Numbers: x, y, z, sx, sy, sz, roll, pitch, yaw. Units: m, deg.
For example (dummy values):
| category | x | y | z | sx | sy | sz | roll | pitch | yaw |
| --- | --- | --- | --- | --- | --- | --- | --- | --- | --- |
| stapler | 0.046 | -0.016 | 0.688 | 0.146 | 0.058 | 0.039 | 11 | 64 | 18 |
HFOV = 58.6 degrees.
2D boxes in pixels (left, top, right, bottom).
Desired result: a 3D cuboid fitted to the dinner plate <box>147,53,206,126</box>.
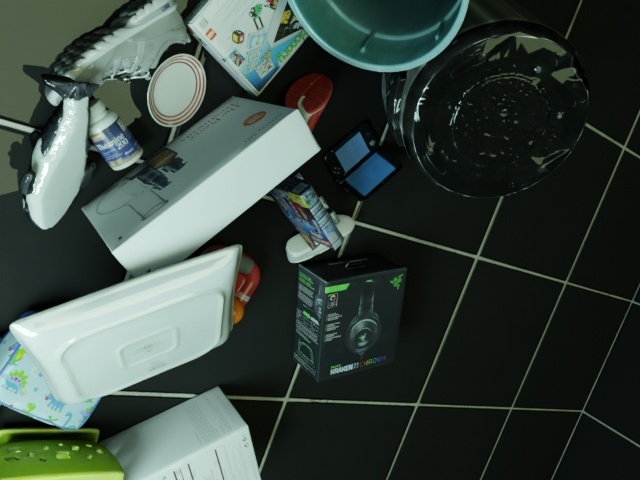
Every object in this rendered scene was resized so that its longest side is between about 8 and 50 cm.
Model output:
| category | x | y | z | sx | sy | sz | roll | pitch | yaw |
| --- | --- | --- | --- | --- | --- | --- | --- | --- | --- |
| dinner plate | -0.272 | -0.282 | 1.072 | 0.141 | 0.017 | 0.141 | -42 | 151 | -31 |

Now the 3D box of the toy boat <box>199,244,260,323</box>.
| category | x | y | z | sx | sy | sz | roll | pitch | yaw |
| --- | --- | --- | --- | --- | --- | --- | --- | --- | --- |
| toy boat | -0.213 | 0.132 | 1.212 | 0.151 | 0.151 | 0.231 | 32 | 89 | -37 |

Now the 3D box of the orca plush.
| category | x | y | z | sx | sy | sz | roll | pitch | yaw |
| --- | --- | --- | --- | --- | --- | --- | --- | --- | --- |
| orca plush | -0.467 | -0.158 | 0.960 | 0.151 | 0.102 | 0.287 | -44 | 164 | -45 |

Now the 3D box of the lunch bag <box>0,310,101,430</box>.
| category | x | y | z | sx | sy | sz | roll | pitch | yaw |
| --- | --- | --- | --- | --- | --- | --- | --- | --- | --- |
| lunch bag | -0.505 | 0.245 | 1.080 | 0.219 | 0.090 | 0.176 | 48 | 62 | -43 |

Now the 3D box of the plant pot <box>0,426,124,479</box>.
| category | x | y | z | sx | sy | sz | roll | pitch | yaw |
| --- | --- | --- | --- | --- | --- | --- | --- | --- | --- |
| plant pot | -0.538 | 0.490 | 1.105 | 0.227 | 0.207 | 0.228 | 13 | 101 | -35 |

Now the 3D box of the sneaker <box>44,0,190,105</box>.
| category | x | y | z | sx | sy | sz | roll | pitch | yaw |
| --- | --- | --- | --- | --- | --- | --- | --- | --- | --- |
| sneaker | -0.342 | -0.312 | 0.988 | 0.281 | 0.105 | 0.115 | -41 | 131 | -10 |

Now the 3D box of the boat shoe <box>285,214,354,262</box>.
| category | x | y | z | sx | sy | sz | roll | pitch | yaw |
| --- | --- | --- | --- | --- | --- | --- | --- | --- | --- |
| boat shoe | 0.000 | 0.000 | 1.360 | 0.184 | 0.066 | 0.063 | -33 | 156 | -24 |

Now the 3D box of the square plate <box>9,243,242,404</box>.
| category | x | y | z | sx | sy | sz | roll | pitch | yaw |
| --- | --- | --- | --- | --- | --- | --- | --- | --- | --- |
| square plate | -0.295 | 0.163 | 0.970 | 0.348 | 0.049 | 0.344 | -20 | 153 | -23 |

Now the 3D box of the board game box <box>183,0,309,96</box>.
| category | x | y | z | sx | sy | sz | roll | pitch | yaw |
| --- | --- | --- | --- | --- | --- | --- | --- | --- | --- |
| board game box | -0.099 | -0.463 | 1.117 | 0.305 | 0.053 | 0.193 | -51 | 127 | -6 |

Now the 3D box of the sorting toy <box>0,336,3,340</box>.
| category | x | y | z | sx | sy | sz | roll | pitch | yaw |
| --- | --- | --- | --- | --- | --- | --- | --- | --- | --- |
| sorting toy | -0.620 | 0.183 | 1.043 | 0.102 | 0.042 | 0.061 | 12 | 117 | -48 |

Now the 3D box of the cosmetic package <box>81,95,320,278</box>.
| category | x | y | z | sx | sy | sz | roll | pitch | yaw |
| --- | --- | --- | --- | --- | --- | --- | --- | --- | --- |
| cosmetic package | -0.225 | -0.108 | 1.029 | 0.377 | 0.284 | 0.097 | -41 | 125 | -14 |

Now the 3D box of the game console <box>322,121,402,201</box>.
| category | x | y | z | sx | sy | sz | roll | pitch | yaw |
| --- | --- | --- | --- | --- | --- | --- | --- | --- | --- |
| game console | 0.100 | -0.185 | 1.334 | 0.144 | 0.085 | 0.124 | -42 | 125 | -13 |

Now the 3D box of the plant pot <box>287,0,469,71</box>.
| category | x | y | z | sx | sy | sz | roll | pitch | yaw |
| --- | --- | --- | --- | --- | --- | --- | --- | --- | --- |
| plant pot | 0.152 | -0.548 | 1.049 | 0.341 | 0.342 | 0.334 | 59 | 47 | -34 |

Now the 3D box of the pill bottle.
| category | x | y | z | sx | sy | sz | roll | pitch | yaw |
| --- | --- | --- | --- | --- | --- | --- | --- | --- | --- |
| pill bottle | -0.381 | -0.192 | 1.030 | 0.067 | 0.067 | 0.120 | -40 | 125 | -14 |

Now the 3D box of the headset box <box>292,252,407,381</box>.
| category | x | y | z | sx | sy | sz | roll | pitch | yaw |
| --- | --- | --- | --- | --- | --- | --- | --- | --- | --- |
| headset box | 0.073 | 0.174 | 1.427 | 0.247 | 0.131 | 0.282 | -6 | 111 | -32 |

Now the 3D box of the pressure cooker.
| category | x | y | z | sx | sy | sz | roll | pitch | yaw |
| --- | --- | --- | --- | --- | --- | --- | --- | --- | --- |
| pressure cooker | 0.329 | -0.330 | 1.237 | 0.376 | 0.420 | 0.370 | 37 | 117 | -25 |

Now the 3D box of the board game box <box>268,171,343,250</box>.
| category | x | y | z | sx | sy | sz | roll | pitch | yaw |
| --- | --- | --- | --- | --- | --- | --- | --- | --- | --- |
| board game box | -0.020 | -0.054 | 1.229 | 0.060 | 0.194 | 0.194 | -42 | 120 | -14 |

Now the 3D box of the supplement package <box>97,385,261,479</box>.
| category | x | y | z | sx | sy | sz | roll | pitch | yaw |
| --- | --- | --- | --- | --- | --- | --- | --- | --- | --- |
| supplement package | -0.311 | 0.495 | 1.272 | 0.293 | 0.178 | 0.175 | -21 | 118 | -25 |

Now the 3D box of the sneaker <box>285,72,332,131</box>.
| category | x | y | z | sx | sy | sz | roll | pitch | yaw |
| --- | --- | --- | --- | --- | --- | --- | --- | --- | --- |
| sneaker | -0.046 | -0.251 | 1.234 | 0.221 | 0.087 | 0.128 | -59 | 173 | -26 |
